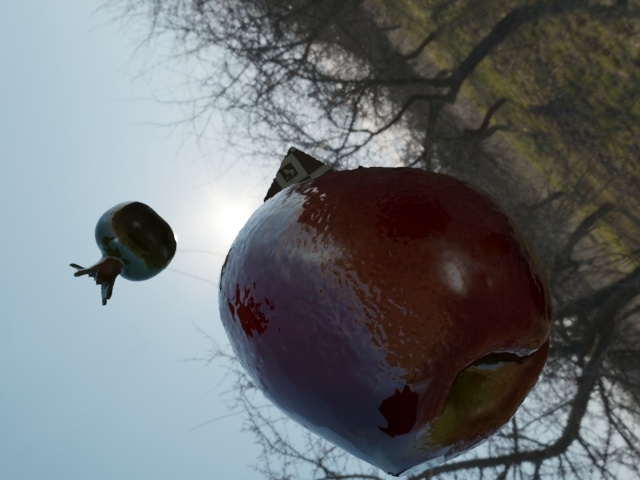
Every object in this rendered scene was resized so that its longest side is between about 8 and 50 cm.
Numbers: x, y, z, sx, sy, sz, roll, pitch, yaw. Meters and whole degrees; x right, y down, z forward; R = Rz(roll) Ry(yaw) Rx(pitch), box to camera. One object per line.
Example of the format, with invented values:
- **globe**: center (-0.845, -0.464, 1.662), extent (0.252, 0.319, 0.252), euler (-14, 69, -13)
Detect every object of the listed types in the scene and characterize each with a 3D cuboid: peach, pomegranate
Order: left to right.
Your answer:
- **pomegranate**: center (-0.354, 0.024, 1.044), extent (0.152, 0.131, 0.191), euler (48, -126, -27)
- **peach**: center (0.047, 0.056, 0.572), extent (0.281, 0.281, 0.338), euler (37, 180, -37)

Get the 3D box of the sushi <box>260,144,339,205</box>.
- **sushi**: center (0.000, 0.000, 1.060), extent (0.294, 0.292, 0.059), euler (26, 173, 11)
